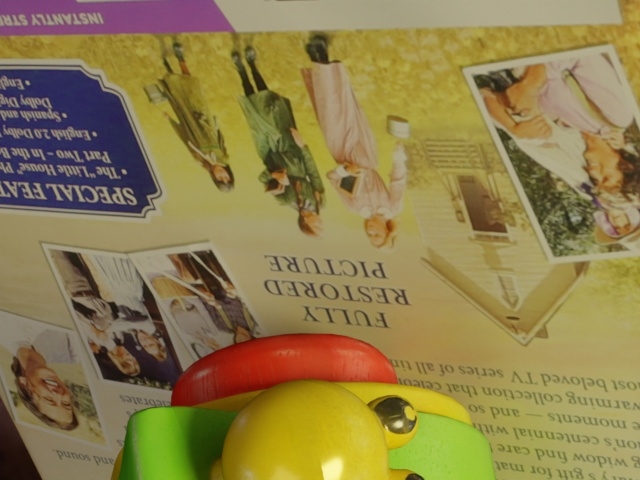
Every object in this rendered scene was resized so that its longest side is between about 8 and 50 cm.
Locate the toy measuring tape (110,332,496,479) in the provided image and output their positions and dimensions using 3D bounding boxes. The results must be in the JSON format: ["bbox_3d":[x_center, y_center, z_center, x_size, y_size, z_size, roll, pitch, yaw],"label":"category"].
[{"bbox_3d":[-0.012,0.112,0.591,0.121,0.121,0.330,41,156,10],"label":"toy measuring tape"}]

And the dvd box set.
[{"bbox_3d":[0.000,0.000,0.590,0.308,0.062,0.420,3,128,34],"label":"dvd box set"}]
